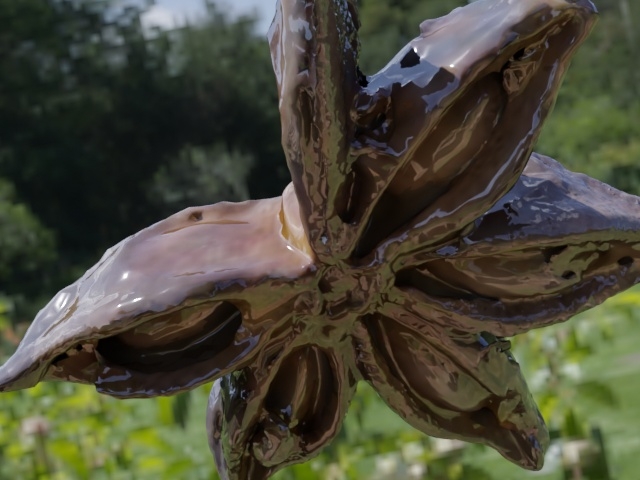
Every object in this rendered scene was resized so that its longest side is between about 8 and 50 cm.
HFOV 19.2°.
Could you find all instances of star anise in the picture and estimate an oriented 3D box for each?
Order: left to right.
[{"bbox_3d":[0.016,0.004,0.540,0.171,0.208,0.063,22,33,-19],"label":"star anise"}]
